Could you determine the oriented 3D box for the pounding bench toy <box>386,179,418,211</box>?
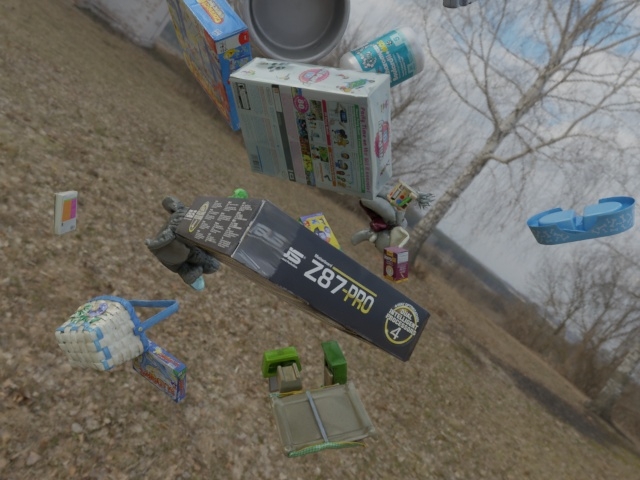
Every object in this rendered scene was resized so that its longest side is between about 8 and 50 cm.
[{"bbox_3d":[0.217,-0.110,1.275,0.052,0.065,0.083,32,18,-19],"label":"pounding bench toy"}]

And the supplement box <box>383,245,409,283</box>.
[{"bbox_3d":[0.196,0.062,1.254,0.043,0.084,0.055,-12,19,-31],"label":"supplement box"}]

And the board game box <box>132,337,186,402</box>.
[{"bbox_3d":[-0.492,0.386,1.467,0.201,0.136,0.035,27,34,23],"label":"board game box"}]

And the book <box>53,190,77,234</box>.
[{"bbox_3d":[-0.908,-0.101,1.726,0.035,0.144,0.096,12,14,5],"label":"book"}]

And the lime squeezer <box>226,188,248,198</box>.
[{"bbox_3d":[-0.314,-0.126,1.668,0.059,0.109,0.310,59,31,-17],"label":"lime squeezer"}]

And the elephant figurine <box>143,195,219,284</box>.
[{"bbox_3d":[-0.305,-0.021,1.091,0.169,0.185,0.239,57,-19,22],"label":"elephant figurine"}]

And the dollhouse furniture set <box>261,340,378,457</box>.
[{"bbox_3d":[-0.013,0.385,1.072,0.197,0.152,0.301,-7,28,-14],"label":"dollhouse furniture set"}]

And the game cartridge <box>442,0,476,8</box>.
[{"bbox_3d":[0.317,-0.574,0.912,0.062,0.198,0.297,18,41,31],"label":"game cartridge"}]

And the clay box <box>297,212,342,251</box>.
[{"bbox_3d":[0.000,0.000,1.980,0.127,0.053,0.222,-16,71,-42],"label":"clay box"}]

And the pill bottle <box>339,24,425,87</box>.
[{"bbox_3d":[0.157,-0.500,1.400,0.146,0.263,0.146,62,1,-2],"label":"pill bottle"}]

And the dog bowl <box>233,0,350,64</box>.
[{"bbox_3d":[-0.072,-0.672,1.389,0.348,0.349,0.102,33,20,-28],"label":"dog bowl"}]

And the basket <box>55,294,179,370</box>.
[{"bbox_3d":[-0.601,0.253,1.445,0.289,0.254,0.201,-33,112,-57],"label":"basket"}]

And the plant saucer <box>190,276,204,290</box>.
[{"bbox_3d":[-0.520,0.155,1.969,0.119,0.021,0.119,57,13,-21],"label":"plant saucer"}]

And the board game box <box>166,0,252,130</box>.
[{"bbox_3d":[-0.277,-0.492,1.229,0.308,0.086,0.302,54,-16,22],"label":"board game box"}]

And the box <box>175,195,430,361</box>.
[{"bbox_3d":[-0.057,0.049,0.811,0.318,0.097,0.394,33,-10,-25],"label":"box"}]

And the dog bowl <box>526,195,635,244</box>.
[{"bbox_3d":[0.790,-0.056,1.465,0.166,0.297,0.074,-36,110,-53],"label":"dog bowl"}]

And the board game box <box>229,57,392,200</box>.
[{"bbox_3d":[-0.015,-0.224,0.963,0.303,0.097,0.224,18,-41,26],"label":"board game box"}]

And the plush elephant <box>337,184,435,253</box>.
[{"bbox_3d":[0.215,-0.065,1.695,0.329,0.256,0.272,11,6,11],"label":"plush elephant"}]
